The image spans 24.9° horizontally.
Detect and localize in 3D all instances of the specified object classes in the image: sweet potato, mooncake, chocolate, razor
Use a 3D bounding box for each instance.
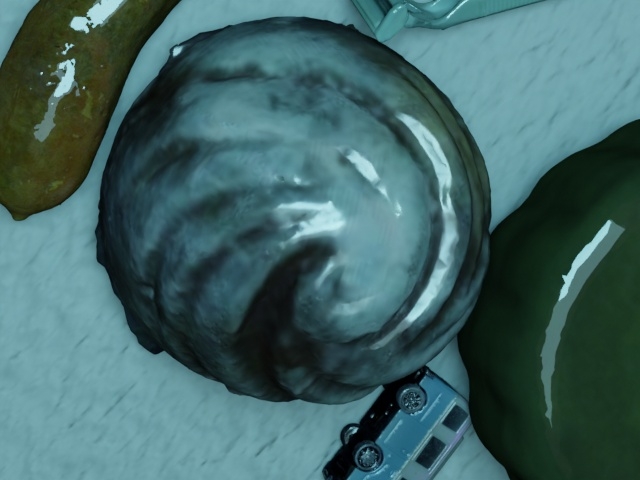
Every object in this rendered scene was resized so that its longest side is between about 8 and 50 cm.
[{"bbox_3d":[-0.165,-0.146,1.056,0.097,0.097,0.292,31,94,-12],"label":"sweet potato"},{"bbox_3d":[0.278,0.070,1.101,0.351,0.187,0.351,-2,100,-10],"label":"mooncake"},{"bbox_3d":[0.000,0.000,1.026,0.303,0.213,0.303,-4,105,-14],"label":"chocolate"},{"bbox_3d":[0.156,-0.199,1.102,0.278,0.111,0.056,-10,130,-14],"label":"razor"}]

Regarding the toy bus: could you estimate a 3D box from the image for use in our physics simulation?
[{"bbox_3d":[0.065,0.161,1.160,0.075,0.060,0.123,36,92,-16],"label":"toy bus"}]
